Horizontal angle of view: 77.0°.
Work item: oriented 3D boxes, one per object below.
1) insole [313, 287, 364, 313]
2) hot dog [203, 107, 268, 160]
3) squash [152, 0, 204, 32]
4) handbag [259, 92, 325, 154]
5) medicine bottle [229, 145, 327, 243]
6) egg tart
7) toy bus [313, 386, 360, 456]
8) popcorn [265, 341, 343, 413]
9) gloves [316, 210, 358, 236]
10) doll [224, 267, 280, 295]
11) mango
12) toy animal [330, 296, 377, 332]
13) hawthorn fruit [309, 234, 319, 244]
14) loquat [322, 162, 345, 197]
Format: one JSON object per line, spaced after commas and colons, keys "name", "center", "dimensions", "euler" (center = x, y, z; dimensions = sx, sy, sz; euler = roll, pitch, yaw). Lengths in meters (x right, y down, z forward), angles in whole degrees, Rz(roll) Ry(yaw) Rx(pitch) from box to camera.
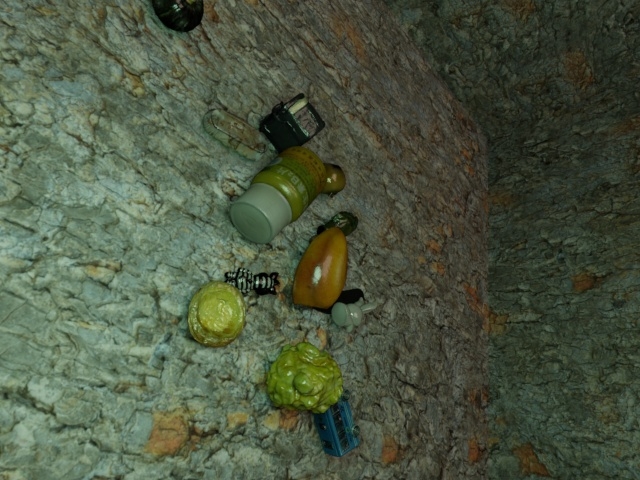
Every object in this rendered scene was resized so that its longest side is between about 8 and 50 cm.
{"name": "insole", "center": [0.078, 0.256, 1.751], "dimensions": [0.348, 0.009, 0.119], "euler": [3, 76, -45]}
{"name": "hot dog", "center": [-0.314, -0.402, 1.518], "dimensions": [0.267, 0.075, 0.145], "euler": [28, 54, -33]}
{"name": "squash", "center": [-0.499, -0.838, 1.415], "dimensions": [0.193, 0.155, 0.194], "euler": [-12, 109, -39]}
{"name": "handbag", "center": [-0.115, -0.470, 1.610], "dimensions": [0.181, 0.254, 0.181], "euler": [51, 58, -18]}
{"name": "medicine bottle", "center": [-0.151, -0.174, 1.501], "dimensions": [0.224, 0.224, 0.384], "euler": [54, 47, -19]}
{"name": "egg tart", "center": [-0.334, 0.235, 1.276], "dimensions": [0.212, 0.090, 0.213], "euler": [19, 64, -43]}
{"name": "toy bus", "center": [0.049, 0.665, 1.511], "dimensions": [0.134, 0.113, 0.247], "euler": [-16, 91, -41]}
{"name": "popcorn", "center": [-0.064, 0.466, 1.376], "dimensions": [0.250, 0.241, 0.235], "euler": [21, 78, -53]}
{"name": "gloves", "center": [0.091, -0.066, 1.806], "dimensions": [0.268, 0.107, 0.136], "euler": [-34, 132, -48]}
{"name": "doll", "center": [-0.239, 0.147, 1.421], "dimensions": [0.219, 0.067, 0.091], "euler": [11, 73, -37]}
{"name": "mango", "center": [0.016, 0.106, 1.581], "dimensions": [0.201, 0.199, 0.350], "euler": [21, 77, -2]}
{"name": "toy animal", "center": [0.150, 0.318, 1.726], "dimensions": [0.220, 0.103, 0.131], "euler": [0, 84, -45]}
{"name": "hawthorn fruit", "center": [0.000, 0.000, 1.685], "dimensions": [0.066, 0.103, 0.067], "euler": [43, 26, -27]}
{"name": "loquat", "center": [0.040, -0.271, 1.791], "dimensions": [0.163, 0.137, 0.163], "euler": [43, 39, -50]}
